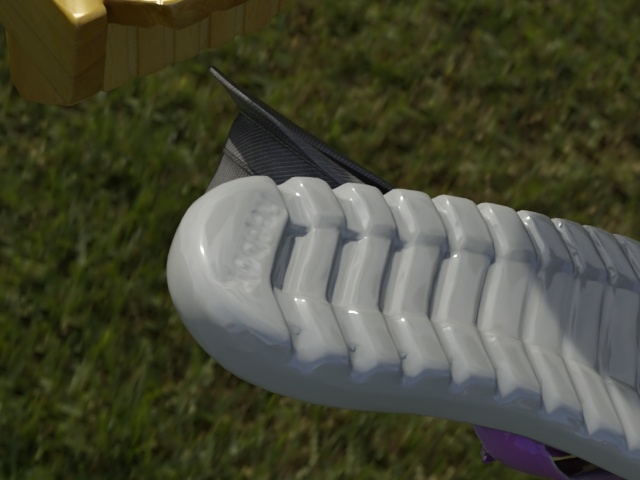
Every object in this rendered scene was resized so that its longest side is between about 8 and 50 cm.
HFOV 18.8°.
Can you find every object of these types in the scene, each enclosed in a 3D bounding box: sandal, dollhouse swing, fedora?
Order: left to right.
[{"bbox_3d":[-0.085,-0.193,1.607,0.347,0.305,0.315,-24,48,-19],"label":"dollhouse swing"},{"bbox_3d":[0.000,0.000,1.417,0.275,0.124,0.244,31,6,-34],"label":"fedora"},{"bbox_3d":[0.103,0.066,1.031,0.416,0.102,0.169,19,43,-21],"label":"sandal"}]
